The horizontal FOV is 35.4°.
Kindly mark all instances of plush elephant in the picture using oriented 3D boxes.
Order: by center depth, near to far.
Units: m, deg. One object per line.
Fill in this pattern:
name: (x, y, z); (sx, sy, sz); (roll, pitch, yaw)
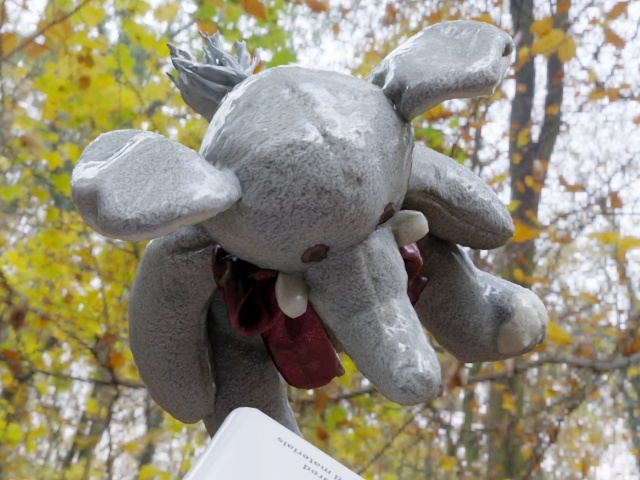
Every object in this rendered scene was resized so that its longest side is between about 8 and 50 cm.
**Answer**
plush elephant: (0.000, 0.000, 0.591); (0.272, 0.329, 0.255); (-26, 2, -8)

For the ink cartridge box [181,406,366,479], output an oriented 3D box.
ink cartridge box: (-0.065, 0.205, 0.309); (0.115, 0.273, 0.198); (33, -70, 3)
